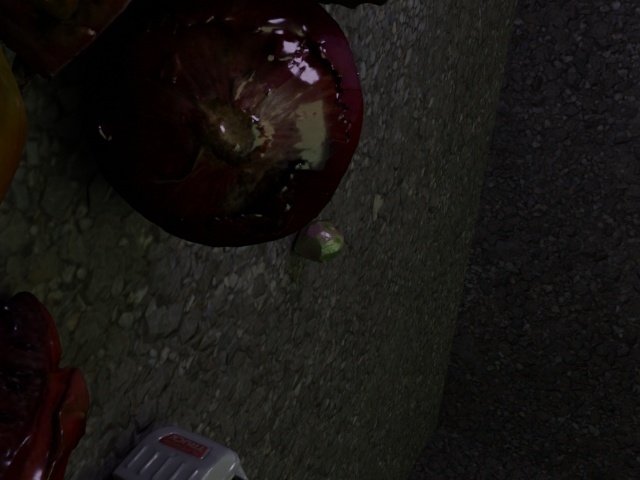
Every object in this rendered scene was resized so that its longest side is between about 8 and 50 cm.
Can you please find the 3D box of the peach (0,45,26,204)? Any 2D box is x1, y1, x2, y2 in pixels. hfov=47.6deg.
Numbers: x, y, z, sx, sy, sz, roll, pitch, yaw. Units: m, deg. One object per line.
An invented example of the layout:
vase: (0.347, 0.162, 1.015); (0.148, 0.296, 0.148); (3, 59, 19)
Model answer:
peach: (-0.294, -0.065, 0.283); (0.332, 0.308, 0.307); (-29, 141, -16)

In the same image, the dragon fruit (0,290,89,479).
dragon fruit: (-0.272, 0.251, 0.636); (0.286, 0.228, 0.329); (-42, 141, -54)

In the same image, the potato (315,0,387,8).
potato: (-0.026, -0.368, 0.653); (0.212, 0.280, 0.330); (-64, 160, -3)

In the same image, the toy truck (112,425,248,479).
toy truck: (-0.240, 0.408, 0.894); (0.387, 0.173, 0.206); (-48, 138, -41)

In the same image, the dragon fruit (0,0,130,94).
dragon fruit: (-0.180, -0.220, 0.502); (0.147, 0.282, 0.211); (49, 33, -25)

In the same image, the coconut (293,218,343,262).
coconut: (0.000, 0.000, 1.274); (0.081, 0.082, 0.083); (-62, 157, -15)

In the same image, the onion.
onion: (-0.090, -0.128, 0.727); (0.276, 0.276, 0.276); (-48, 147, -46)
